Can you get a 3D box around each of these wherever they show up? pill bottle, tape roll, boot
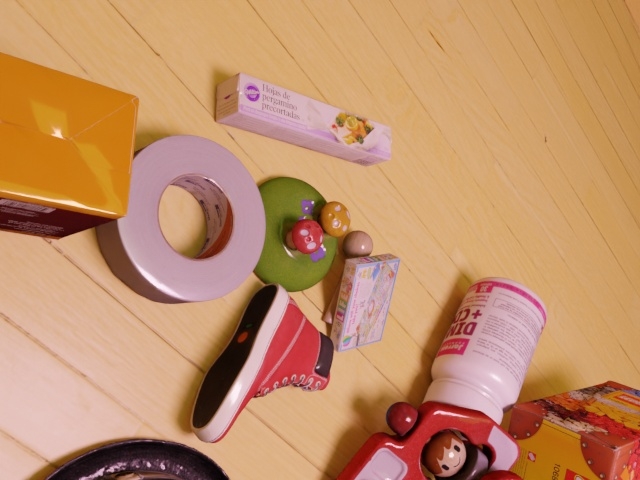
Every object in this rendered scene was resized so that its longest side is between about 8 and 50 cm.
[{"bbox_3d":[0.303,0.219,1.185,0.160,0.160,0.283,51,54,-24],"label":"pill bottle"},{"bbox_3d":[-0.181,-0.026,0.850,0.219,0.072,0.219,7,79,-40],"label":"tape roll"},{"bbox_3d":[-0.066,0.207,0.910,0.176,0.088,0.244,49,51,-26],"label":"boot"}]

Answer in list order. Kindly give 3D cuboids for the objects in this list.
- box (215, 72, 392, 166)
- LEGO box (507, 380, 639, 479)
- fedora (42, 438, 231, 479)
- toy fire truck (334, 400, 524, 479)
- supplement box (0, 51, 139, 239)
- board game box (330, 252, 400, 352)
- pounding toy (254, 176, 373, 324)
[{"bbox_3d":[-0.015,-0.187,1.030,0.324,0.067,0.063,10,76,-40],"label":"box"},{"bbox_3d":[0.489,0.546,1.184,0.372,0.193,0.500,2,100,-41],"label":"LEGO box"},{"bbox_3d":[-0.185,0.383,0.718,0.334,0.152,0.334,12,72,-41],"label":"fedora"},{"bbox_3d":[0.165,0.388,0.999,0.254,0.169,0.302,42,83,-14],"label":"toy fire truck"},{"bbox_3d":[-0.321,-0.088,0.653,0.191,0.194,0.129,12,75,-40],"label":"supplement box"},{"bbox_3d":[0.072,0.100,1.042,0.103,0.026,0.154,-6,115,-42],"label":"board game box"},{"bbox_3d":[0.000,0.000,0.983,0.237,0.110,0.183,40,59,-30],"label":"pounding toy"}]
